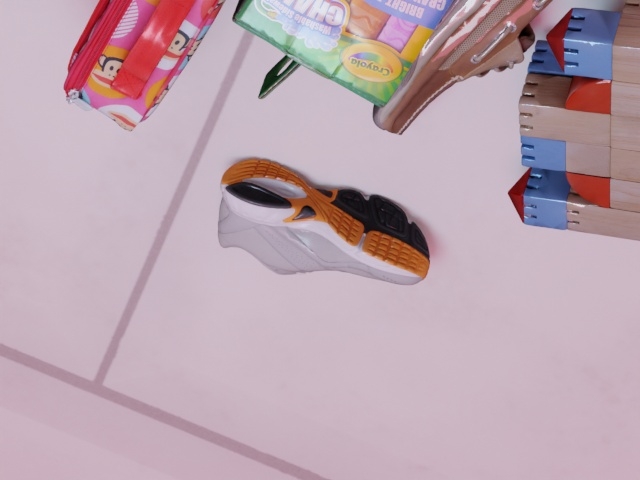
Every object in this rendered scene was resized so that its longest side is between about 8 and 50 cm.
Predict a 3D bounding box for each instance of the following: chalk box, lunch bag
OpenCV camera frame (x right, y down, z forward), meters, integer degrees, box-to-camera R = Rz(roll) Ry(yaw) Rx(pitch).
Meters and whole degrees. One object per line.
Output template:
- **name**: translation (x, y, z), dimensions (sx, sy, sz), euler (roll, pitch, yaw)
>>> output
- **chalk box**: translation (0.032, -0.259, 1.607), dimensions (0.179, 0.180, 0.289), euler (29, 111, -9)
- **lunch bag**: translation (-0.149, -0.254, 1.638), dimensions (0.120, 0.258, 0.293), euler (30, 125, -11)

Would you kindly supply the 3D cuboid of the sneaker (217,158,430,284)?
- **sneaker**: translation (0.000, 0.000, 1.905), dimensions (0.262, 0.099, 0.121), euler (23, 134, 4)

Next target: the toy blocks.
- **toy blocks**: translation (0.325, -0.129, 1.688), dimensions (0.261, 0.191, 0.381), euler (9, 142, 16)

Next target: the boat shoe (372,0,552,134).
- **boat shoe**: translation (0.167, -0.220, 1.688), dimensions (0.116, 0.123, 0.324), euler (29, 128, -13)
